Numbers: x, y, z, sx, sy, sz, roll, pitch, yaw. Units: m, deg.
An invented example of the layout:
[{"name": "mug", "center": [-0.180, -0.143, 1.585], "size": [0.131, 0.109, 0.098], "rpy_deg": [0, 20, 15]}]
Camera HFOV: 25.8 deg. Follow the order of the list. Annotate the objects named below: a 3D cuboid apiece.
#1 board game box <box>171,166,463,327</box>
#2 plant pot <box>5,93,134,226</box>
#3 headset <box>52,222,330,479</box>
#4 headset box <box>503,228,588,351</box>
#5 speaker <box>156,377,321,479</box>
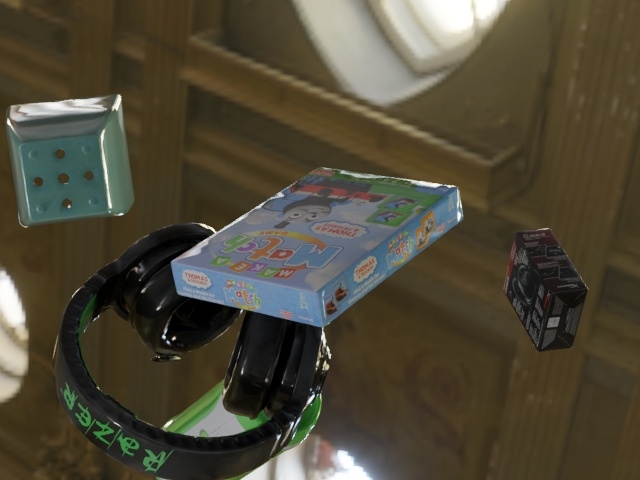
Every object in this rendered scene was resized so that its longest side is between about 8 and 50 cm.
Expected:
[{"name": "board game box", "center": [0.000, 0.000, 1.216], "size": [0.160, 0.039, 0.211], "rpy_deg": [10, -148, 36]}, {"name": "plant pot", "center": [-0.346, -0.101, 1.923], "size": [0.165, 0.166, 0.234], "rpy_deg": [-7, -168, -7]}, {"name": "headset", "center": [-0.096, 0.102, 1.393], "size": [0.243, 0.185, 0.394], "rpy_deg": [35, -137, 15]}, {"name": "headset box", "center": [0.172, 0.036, 1.088], "size": [0.032, 0.062, 0.083], "rpy_deg": [-5, -141, -14]}, {"name": "speaker", "center": [-0.113, 0.245, 1.802], "size": [0.131, 0.296, 0.131], "rpy_deg": [14, -120, -25]}]
